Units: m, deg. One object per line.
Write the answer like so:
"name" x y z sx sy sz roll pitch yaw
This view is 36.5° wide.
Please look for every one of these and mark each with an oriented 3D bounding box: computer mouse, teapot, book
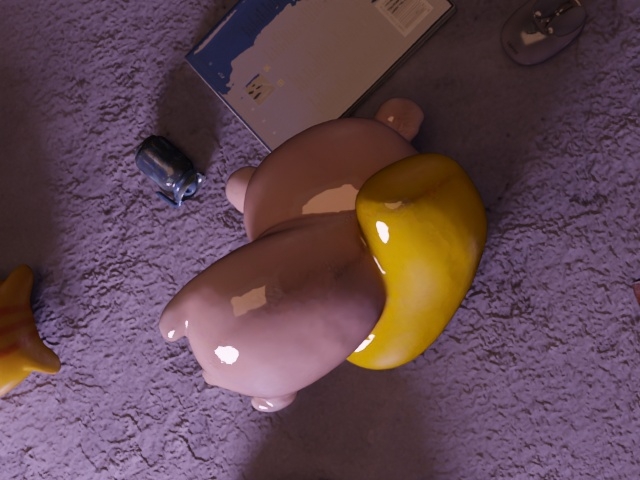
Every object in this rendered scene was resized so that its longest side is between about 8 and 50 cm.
"computer mouse" 0.242 -0.234 1.057 0.096 0.039 0.066 -36 84 12
"teapot" -0.185 -0.080 1.160 0.083 0.049 0.063 42 100 9
"book" -0.004 -0.239 1.125 0.269 0.025 0.191 -44 81 11

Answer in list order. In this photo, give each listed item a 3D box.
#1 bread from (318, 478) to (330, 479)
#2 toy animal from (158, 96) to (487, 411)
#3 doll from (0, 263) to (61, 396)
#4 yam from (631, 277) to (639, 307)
"bread" -0.047 0.395 1.113 0.192 0.110 0.209 -19 88 7
"toy animal" 0.004 0.012 1.047 0.345 0.277 0.246 -35 55 2
"doll" -0.473 0.140 1.176 0.270 0.162 0.166 -16 102 11
"yam" 0.385 0.097 1.016 0.079 0.079 0.141 -22 86 13
